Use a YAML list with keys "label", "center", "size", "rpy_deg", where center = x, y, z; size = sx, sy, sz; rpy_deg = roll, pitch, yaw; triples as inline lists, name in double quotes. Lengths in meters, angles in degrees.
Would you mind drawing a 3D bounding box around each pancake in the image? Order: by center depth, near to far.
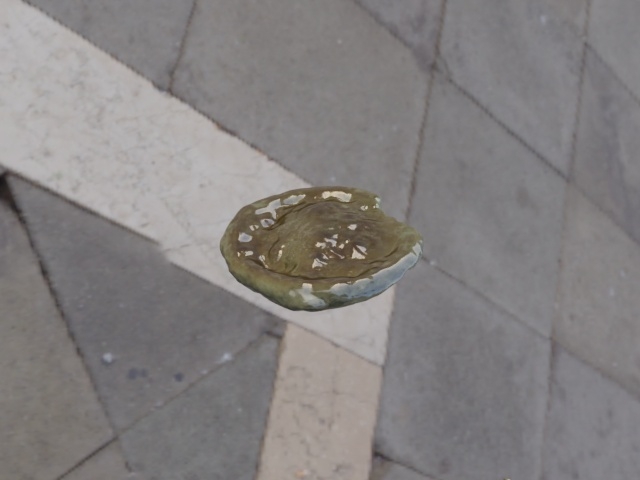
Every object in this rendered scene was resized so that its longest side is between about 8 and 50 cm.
- label: "pancake"
  center: [0.000, -0.001, 1.121]
  size: [0.236, 0.222, 0.042]
  rpy_deg: [-102, -173, -57]

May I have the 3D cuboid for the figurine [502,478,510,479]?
- label: "figurine"
  center: [0.137, 0.243, 0.579]
  size: [0.185, 0.127, 0.234]
  rpy_deg: [-6, 53, -43]
